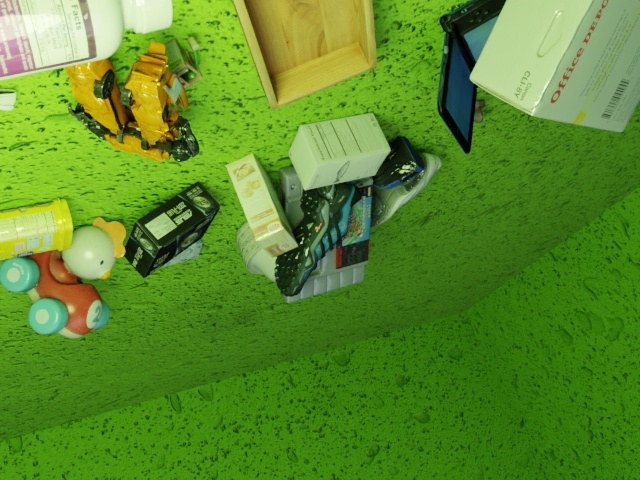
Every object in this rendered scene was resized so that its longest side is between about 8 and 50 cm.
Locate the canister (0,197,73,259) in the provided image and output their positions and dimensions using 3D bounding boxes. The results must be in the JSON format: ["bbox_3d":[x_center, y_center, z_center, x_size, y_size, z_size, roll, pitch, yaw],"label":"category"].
[{"bbox_3d":[-0.570,-0.016,1.558,0.170,0.073,0.126,-12,158,-25],"label":"canister"}]

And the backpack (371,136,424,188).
[{"bbox_3d":[0.178,-0.175,1.956,0.120,0.097,0.101,-31,163,20],"label":"backpack"}]

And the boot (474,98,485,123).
[{"bbox_3d":[0.337,-0.297,1.908,0.087,0.042,0.118,-16,160,-1],"label":"boot"}]

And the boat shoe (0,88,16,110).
[{"bbox_3d":[-0.491,-0.214,1.183,0.100,0.035,0.035,2,122,-44],"label":"boat shoe"}]

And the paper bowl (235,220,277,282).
[{"bbox_3d":[-0.064,0.008,2.101,0.284,0.148,0.284,-21,162,-7],"label":"paper bowl"}]

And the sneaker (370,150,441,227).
[{"bbox_3d":[0.204,-0.127,2.114,0.129,0.111,0.297,-12,160,-45],"label":"sneaker"}]

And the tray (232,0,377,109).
[{"bbox_3d":[-0.026,-0.360,1.256,0.203,0.076,0.411,-22,160,-1],"label":"tray"}]

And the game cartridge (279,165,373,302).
[{"bbox_3d":[0.014,-0.029,1.943,0.230,0.068,0.354,-12,124,-20],"label":"game cartridge"}]

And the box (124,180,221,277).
[{"bbox_3d":[-0.317,-0.022,1.729,0.180,0.077,0.147,-39,174,-37],"label":"box"}]

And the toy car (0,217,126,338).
[{"bbox_3d":[-0.491,0.062,1.700,0.238,0.210,0.219,-39,169,8],"label":"toy car"}]

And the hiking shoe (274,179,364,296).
[{"bbox_3d":[0.000,0.000,1.839,0.132,0.113,0.304,11,113,-35],"label":"hiking shoe"}]

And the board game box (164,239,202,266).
[{"bbox_3d":[-0.344,0.029,2.023,0.090,0.020,0.090,-16,160,-23],"label":"board game box"}]

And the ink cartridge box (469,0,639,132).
[{"bbox_3d":[0.491,-0.372,1.528,0.385,0.160,0.279,-1,122,-48],"label":"ink cartridge box"}]

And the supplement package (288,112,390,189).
[{"bbox_3d":[0.039,-0.191,1.737,0.179,0.105,0.105,-14,158,-24],"label":"supplement package"}]

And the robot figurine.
[{"bbox_3d":[-0.287,-0.211,1.252,0.211,0.085,0.291,17,163,2],"label":"robot figurine"}]

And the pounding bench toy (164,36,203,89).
[{"bbox_3d":[-0.214,-0.280,1.283,0.083,0.052,0.065,-28,161,14],"label":"pounding bench toy"}]

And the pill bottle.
[{"bbox_3d":[-0.337,-0.283,0.956,0.302,0.169,0.169,-17,160,-18],"label":"pill bottle"}]

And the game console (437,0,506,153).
[{"bbox_3d":[0.338,-0.333,1.595,0.250,0.173,0.293,-28,161,14],"label":"game console"}]

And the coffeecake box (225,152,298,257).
[{"bbox_3d":[-0.124,-0.072,1.746,0.068,0.185,0.142,-25,161,3],"label":"coffeecake box"}]
